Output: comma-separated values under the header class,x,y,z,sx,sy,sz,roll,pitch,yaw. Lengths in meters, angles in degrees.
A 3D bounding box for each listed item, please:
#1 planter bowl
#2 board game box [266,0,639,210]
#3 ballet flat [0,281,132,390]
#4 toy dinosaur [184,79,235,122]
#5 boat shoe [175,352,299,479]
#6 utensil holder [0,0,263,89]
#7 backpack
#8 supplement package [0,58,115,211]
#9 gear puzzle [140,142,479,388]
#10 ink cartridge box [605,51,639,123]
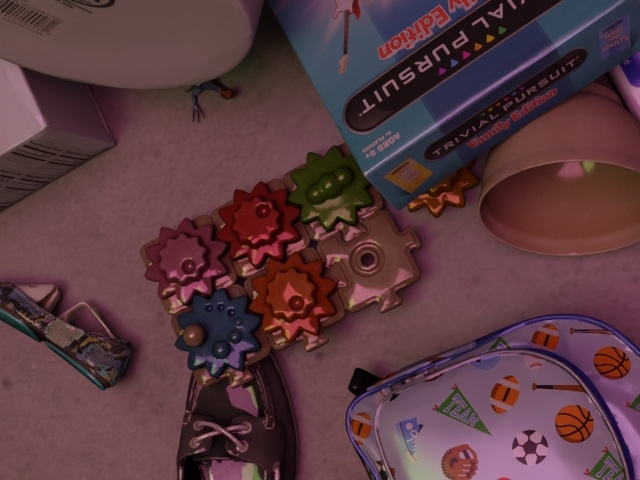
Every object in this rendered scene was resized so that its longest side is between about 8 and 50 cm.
class,x,y,z,sx,sy,sz,roll,pitch,yaw
planter bowl,0.220,-0.071,0.965,0.162,0.162,0.109,-2,60,14
board game box,0.088,-0.233,0.968,0.253,0.079,0.336,-34,57,10
ballet flat,-0.272,0.082,1.123,0.188,0.070,0.070,32,95,11
toy dinosaur,-0.125,-0.168,1.102,0.082,0.047,0.090,7,79,-4
boat shoe,-0.085,0.253,1.045,0.112,0.095,0.335,0,88,14
utensil holder,-0.170,-0.365,0.923,0.327,0.327,0.386,4,72,14
backpack,0.178,0.186,0.937,0.263,0.213,0.277,-26,79,1
supplement package,-0.357,-0.139,1.100,0.203,0.149,0.194,-28,82,12
gear puzzle,0.000,0.000,1.038,0.339,0.044,0.175,-27,72,2
ink cartridge box,0.406,-0.193,0.959,0.307,0.072,0.304,-27,80,10
